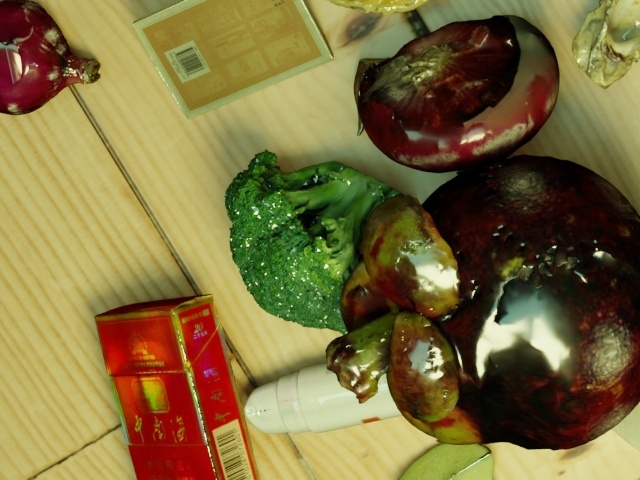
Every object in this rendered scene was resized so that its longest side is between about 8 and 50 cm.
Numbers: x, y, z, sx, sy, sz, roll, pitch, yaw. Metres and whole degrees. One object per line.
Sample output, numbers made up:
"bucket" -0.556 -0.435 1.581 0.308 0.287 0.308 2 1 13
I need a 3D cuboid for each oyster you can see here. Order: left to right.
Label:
"oyster" 0.414 -0.306 1.805 0.161 0.107 0.232 32 98 -15

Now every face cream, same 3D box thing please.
"face cream" 0.064 0.213 1.990 0.346 0.102 0.102 -14 96 18

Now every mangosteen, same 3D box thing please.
"mangosteen" 0.226 0.070 1.737 0.421 0.381 0.381 9 103 -6

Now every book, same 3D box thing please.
"book" -0.124 -0.285 1.968 0.242 0.018 0.170 -20 117 17

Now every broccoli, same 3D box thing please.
"broccoli" 0.000 0.000 1.913 0.294 0.265 0.245 34 78 -4

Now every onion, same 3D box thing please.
"onion" -0.426 -0.262 2.024 0.198 0.135 0.173 10 105 12
"onion" 0.195 -0.172 1.828 0.272 0.272 0.195 -11 129 17

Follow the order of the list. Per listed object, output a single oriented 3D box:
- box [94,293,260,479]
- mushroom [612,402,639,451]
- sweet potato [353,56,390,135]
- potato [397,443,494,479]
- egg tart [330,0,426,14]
"box" -0.210 0.244 2.036 0.197 0.089 0.313 -8 98 47
"mushroom" 0.485 0.119 1.842 0.154 0.137 0.407 16 101 34
"sweet potato" 0.067 -0.203 1.943 0.049 0.049 0.117 15 100 12
"potato" 0.198 0.363 2.009 0.149 0.081 0.120 -34 120 2
"egg tart" 0.086 -0.445 1.863 0.295 0.116 0.294 2 97 15
